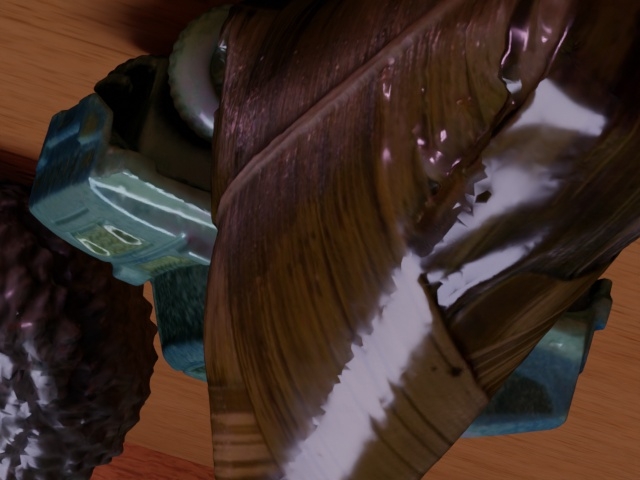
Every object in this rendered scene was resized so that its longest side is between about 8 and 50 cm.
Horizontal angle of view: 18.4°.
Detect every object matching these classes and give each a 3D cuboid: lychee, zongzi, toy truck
[{"bbox_3d":[-0.238,0.067,1.385,0.255,0.255,0.274,16,-162,3],"label":"lychee"},{"bbox_3d":[0.043,0.027,0.737,0.134,0.288,0.286,16,168,-24],"label":"zongzi"},{"bbox_3d":[0.000,0.000,0.970,0.278,0.156,0.155,21,166,-21],"label":"toy truck"}]
